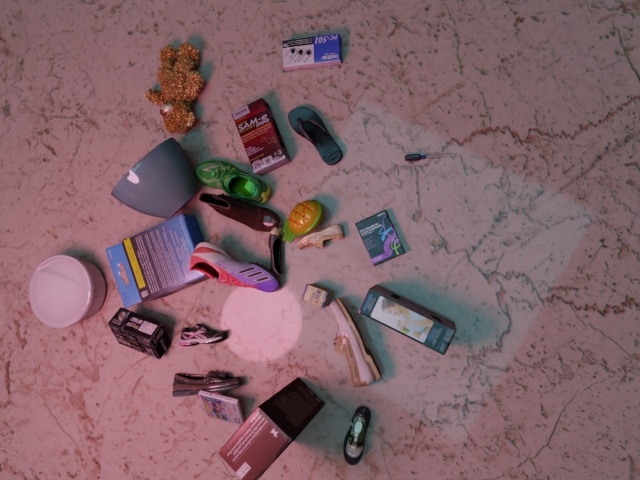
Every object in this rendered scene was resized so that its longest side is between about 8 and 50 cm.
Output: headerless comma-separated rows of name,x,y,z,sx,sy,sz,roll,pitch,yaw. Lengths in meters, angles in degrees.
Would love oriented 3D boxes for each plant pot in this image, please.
plant pot,-0.556,-0.192,1.712,0.290,0.290,0.195,-42,102,8

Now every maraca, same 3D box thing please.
maraca,-0.066,-0.067,1.667,0.186,0.099,0.127,-37,42,23

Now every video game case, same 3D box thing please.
video game case,-0.342,0.583,1.684,0.143,0.019,0.157,9,134,13

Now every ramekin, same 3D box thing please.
ramekin,-0.945,0.189,1.836,0.273,0.127,0.272,-1,87,13

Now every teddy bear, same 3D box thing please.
teddy bear,-0.540,-0.573,1.794,0.245,0.113,0.337,17,91,15

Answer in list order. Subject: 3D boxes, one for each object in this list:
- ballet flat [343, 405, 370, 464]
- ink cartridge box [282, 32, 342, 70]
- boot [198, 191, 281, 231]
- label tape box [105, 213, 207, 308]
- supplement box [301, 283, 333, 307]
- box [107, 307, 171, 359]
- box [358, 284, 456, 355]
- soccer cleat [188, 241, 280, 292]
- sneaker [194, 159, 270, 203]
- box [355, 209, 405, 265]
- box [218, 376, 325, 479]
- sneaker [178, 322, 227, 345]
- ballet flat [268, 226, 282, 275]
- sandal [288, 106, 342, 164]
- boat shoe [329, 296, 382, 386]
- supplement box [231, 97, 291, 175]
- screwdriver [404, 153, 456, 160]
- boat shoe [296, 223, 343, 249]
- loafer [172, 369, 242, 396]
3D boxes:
ballet flat,0.116,0.652,1.603,0.074,0.074,0.203,15,91,13
ink cartridge box,-0.030,-0.665,1.716,0.207,0.046,0.097,-2,88,12
boot,-0.272,-0.095,1.658,0.248,0.207,0.090,20,92,13
label tape box,-0.582,0.078,1.771,0.334,0.106,0.240,-22,83,11
supplement box,-0.009,0.187,1.648,0.083,0.083,0.056,19,91,13
box,-0.649,0.335,1.746,0.180,0.147,0.077,17,50,14
box,0.277,0.245,1.540,0.290,0.169,0.087,26,95,11
soccer cleat,-0.294,0.118,1.658,0.318,0.116,0.108,26,131,-8
sneaker,-0.319,-0.219,1.718,0.296,0.123,0.109,19,92,14
box,0.200,-0.009,1.639,0.116,0.029,0.162,-25,81,10
box,-0.135,0.576,1.503,0.143,0.381,0.191,41,96,12
sneaker,-0.428,0.335,1.744,0.178,0.072,0.077,-7,75,7
ballet flat,-0.150,0.039,1.695,0.049,0.057,0.173,6,101,47
sandal,-0.016,-0.376,1.693,0.097,0.054,0.254,-44,79,7
boat shoe,0.092,0.340,1.602,0.103,0.113,0.302,-27,83,4
supplement box,-0.211,-0.368,1.728,0.130,0.073,0.239,-24,81,11
screwdriver,0.367,-0.281,1.618,0.170,0.025,0.024,-2,87,13
boat shoe,0.000,0.000,1.666,0.170,0.063,0.059,-24,76,10
loafer,-0.409,0.499,1.720,0.268,0.096,0.084,-12,77,14
